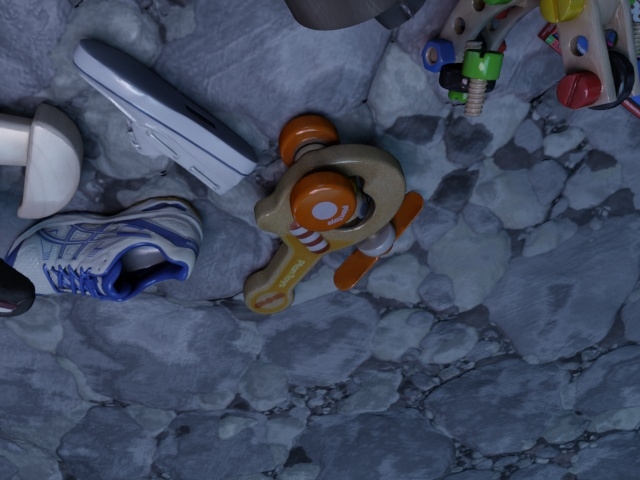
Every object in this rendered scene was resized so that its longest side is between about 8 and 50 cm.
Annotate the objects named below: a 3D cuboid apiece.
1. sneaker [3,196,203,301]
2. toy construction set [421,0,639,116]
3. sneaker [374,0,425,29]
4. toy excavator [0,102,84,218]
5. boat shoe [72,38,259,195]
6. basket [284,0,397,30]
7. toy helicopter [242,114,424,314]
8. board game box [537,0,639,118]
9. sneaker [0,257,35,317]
[{"bbox_3d":[-0.310,0.028,0.824,0.296,0.131,0.112,-17,129,5],"label":"sneaker"},{"bbox_3d":[0.272,-0.277,0.637,0.309,0.257,0.237,-1,116,-9],"label":"toy construction set"},{"bbox_3d":[0.108,-0.347,0.656,0.118,0.083,0.222,27,128,-31],"label":"sneaker"},{"bbox_3d":[-0.569,-0.058,0.683,0.433,0.222,0.445,35,105,-31],"label":"toy excavator"},{"bbox_3d":[-0.197,-0.139,0.740,0.258,0.095,0.084,35,110,-29],"label":"boat shoe"},{"bbox_3d":[-0.005,-0.317,0.516,0.154,0.204,0.227,8,148,28],"label":"basket"},{"bbox_3d":[0.000,0.000,0.883,0.235,0.140,0.355,13,134,-29],"label":"toy helicopter"},{"bbox_3d":[0.440,-0.258,0.805,0.281,0.027,0.145,25,117,-25],"label":"board game box"},{"bbox_3d":[-0.404,-0.038,0.620,0.281,0.106,0.162,33,90,-31],"label":"sneaker"}]
